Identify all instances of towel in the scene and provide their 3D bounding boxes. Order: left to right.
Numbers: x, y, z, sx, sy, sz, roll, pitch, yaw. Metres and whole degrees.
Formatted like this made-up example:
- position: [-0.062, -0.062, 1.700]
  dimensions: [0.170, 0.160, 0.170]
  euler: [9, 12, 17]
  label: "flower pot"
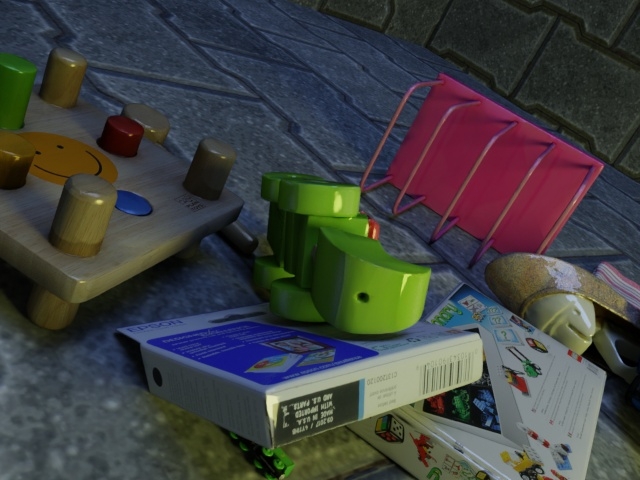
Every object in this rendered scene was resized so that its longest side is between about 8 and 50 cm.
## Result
- position: [0.529, 0.099, 1.155]
  dimensions: [0.144, 0.029, 0.197]
  euler: [34, 25, 16]
  label: "towel"

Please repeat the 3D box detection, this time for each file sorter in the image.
- position: [0.233, -0.091, 1.022]
  dimensions: [0.291, 0.202, 0.182]
  euler: [34, 27, 15]
  label: "file sorter"

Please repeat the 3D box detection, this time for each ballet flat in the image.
- position: [0.355, 0.115, 0.867]
  dimensions: [0.316, 0.107, 0.106]
  euler: [24, 38, -5]
  label: "ballet flat"

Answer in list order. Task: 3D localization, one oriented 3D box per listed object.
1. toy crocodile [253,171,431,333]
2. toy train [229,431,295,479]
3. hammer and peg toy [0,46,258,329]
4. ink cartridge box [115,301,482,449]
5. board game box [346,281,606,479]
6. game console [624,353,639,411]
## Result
- position: [0.000, 0.000, 0.625]
  dimensions: [0.105, 0.115, 0.340]
  euler: [4, 7, -12]
  label: "toy crocodile"
- position: [-0.051, 0.143, 0.499]
  dimensions: [0.083, 0.017, 0.024]
  euler: [41, 18, 28]
  label: "toy train"
- position: [-0.200, -0.074, 0.638]
  dimensions: [0.266, 0.127, 0.361]
  euler: [32, 25, 11]
  label: "hammer and peg toy"
- position: [-0.020, 0.088, 0.528]
  dimensions: [0.206, 0.045, 0.208]
  euler: [-6, 9, -40]
  label: "ink cartridge box"
- position: [0.167, 0.149, 0.660]
  dimensions: [0.193, 0.053, 0.305]
  euler: [33, 25, 17]
  label: "board game box"
- position: [0.519, 0.188, 0.754]
  dimensions: [0.293, 0.173, 0.250]
  euler: [30, 0, -2]
  label: "game console"
